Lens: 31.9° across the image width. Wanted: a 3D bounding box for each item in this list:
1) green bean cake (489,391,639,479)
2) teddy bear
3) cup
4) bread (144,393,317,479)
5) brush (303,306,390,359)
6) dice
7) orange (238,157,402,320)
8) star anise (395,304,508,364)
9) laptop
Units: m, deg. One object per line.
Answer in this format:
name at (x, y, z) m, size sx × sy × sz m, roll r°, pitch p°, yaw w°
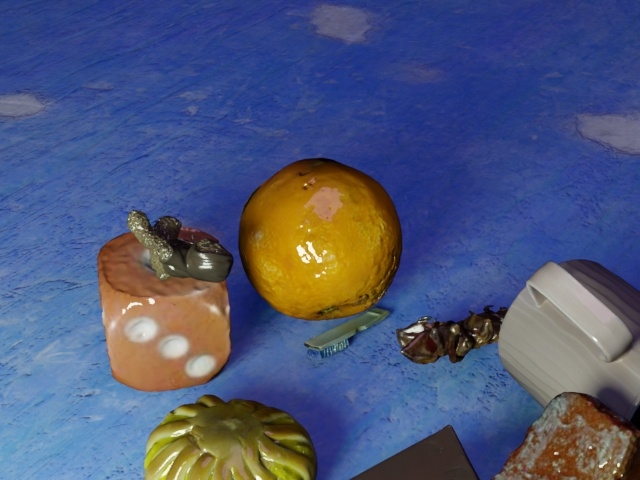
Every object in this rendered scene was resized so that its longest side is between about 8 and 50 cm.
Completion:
green bean cake at (0.290, 0.303, 1.249) m, size 0.097 × 0.232 × 0.199 m, roll 34°, pitch -1°, yaw -43°
teddy bear at (-0.185, 0.020, 1.460) m, size 0.160 × 0.077 × 0.119 m, roll 25°, pitch 5°, yaw 36°
cup at (0.363, 0.164, 1.436) m, size 0.288 × 0.208 × 0.273 m, roll 15°, pitch 20°, yaw -36°
bread at (-0.112, 0.266, 1.370) m, size 0.214 × 0.104 × 0.213 m, roll 2°, pitch 36°, yaw -2°
brush at (0.042, 0.137, 1.651) m, size 0.033 × 0.030 × 0.179 m, roll 8°, pitch 19°, yaw 37°
dice at (-0.220, 0.096, 1.560) m, size 0.174 × 0.179 × 0.175 m, roll -4°, pitch 38°, yaw -13°
orange at (0.000, 0.000, 1.657) m, size 0.246 × 0.246 × 0.246 m, roll 2°, pitch 33°, yaw -1°
star anise at (0.173, 0.135, 1.555) m, size 0.177 × 0.073 × 0.234 m, roll -20°, pitch -14°, yaw 34°
laptop at (0.089, 0.314, 1.302) m, size 0.207 × 0.026 × 0.154 m, roll -29°, pitch 37°, yaw 2°
